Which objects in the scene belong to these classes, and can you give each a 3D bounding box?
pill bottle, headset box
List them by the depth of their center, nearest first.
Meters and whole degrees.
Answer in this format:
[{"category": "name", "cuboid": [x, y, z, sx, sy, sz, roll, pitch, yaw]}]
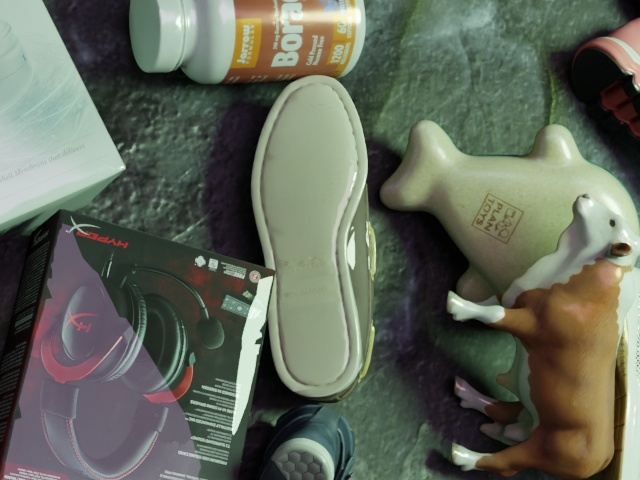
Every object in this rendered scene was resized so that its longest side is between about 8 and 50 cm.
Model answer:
[{"category": "headset box", "cuboid": [-0.180, 0.146, 1.317, 0.218, 0.110, 0.293, 17, 71, -21]}, {"category": "pill bottle", "cuboid": [-0.074, -0.217, 1.445, 0.216, 0.121, 0.121, -6, 81, -26]}]

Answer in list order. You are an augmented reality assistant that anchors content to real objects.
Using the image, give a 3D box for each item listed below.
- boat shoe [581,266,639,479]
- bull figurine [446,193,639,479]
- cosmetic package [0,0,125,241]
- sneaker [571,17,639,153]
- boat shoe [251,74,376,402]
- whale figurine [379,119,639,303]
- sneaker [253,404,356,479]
[{"category": "boat shoe", "cuboid": [0.342, 0.159, 1.563, 0.096, 0.098, 0.277, 14, 71, -20]}, {"category": "bull figurine", "cuboid": [0.224, 0.106, 1.444, 0.188, 0.101, 0.310, 1, 112, 9]}, {"category": "cosmetic package", "cuboid": [-0.334, -0.106, 1.292, 0.224, 0.138, 0.224, -27, 89, -28]}, {"category": "sneaker", "cuboid": [0.430, -0.125, 1.660, 0.136, 0.116, 0.314, -39, 95, -28]}, {"category": "boat shoe", "cuboid": [0.000, 0.000, 1.443, 0.117, 0.097, 0.324, -6, 76, 10]}, {"category": "whale figurine", "cuboid": [0.203, -0.030, 1.534, 0.272, 0.141, 0.216, 26, 106, 4]}, {"category": "sneaker", "cuboid": [-0.040, 0.258, 1.373, 0.086, 0.163, 0.226, 30, 108, -1]}]
